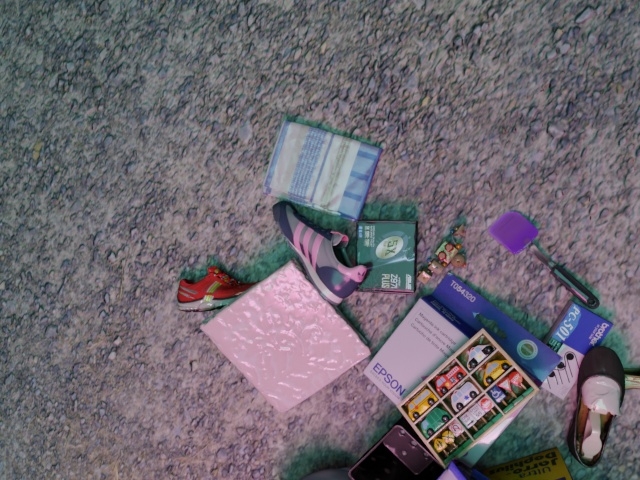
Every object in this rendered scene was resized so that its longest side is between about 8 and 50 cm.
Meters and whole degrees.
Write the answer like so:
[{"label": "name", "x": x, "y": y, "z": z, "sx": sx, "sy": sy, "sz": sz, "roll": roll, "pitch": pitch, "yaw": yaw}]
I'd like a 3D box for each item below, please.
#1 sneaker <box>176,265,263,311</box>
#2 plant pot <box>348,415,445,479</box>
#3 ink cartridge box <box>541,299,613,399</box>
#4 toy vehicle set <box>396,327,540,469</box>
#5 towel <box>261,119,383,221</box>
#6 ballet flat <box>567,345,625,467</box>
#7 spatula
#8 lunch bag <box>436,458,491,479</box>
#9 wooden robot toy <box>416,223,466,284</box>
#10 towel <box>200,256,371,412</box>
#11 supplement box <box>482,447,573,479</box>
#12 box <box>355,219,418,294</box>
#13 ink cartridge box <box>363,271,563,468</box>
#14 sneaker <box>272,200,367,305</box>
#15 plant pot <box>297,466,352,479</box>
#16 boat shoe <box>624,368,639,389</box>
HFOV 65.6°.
[{"label": "sneaker", "x": -0.270, "y": 0.126, "z": 1.350, "sx": 0.278, "sy": 0.107, "sz": 0.119, "roll": -9, "pitch": 80, "yaw": 13}, {"label": "plant pot", "x": 0.213, "y": 0.527, "z": 1.187, "sx": 0.188, "sy": 0.167, "sz": 0.187, "roll": 42, "pitch": 109, "yaw": 11}, {"label": "ink cartridge box", "x": 0.568, "y": 0.251, "z": 1.149, "sx": 0.097, "sy": 0.046, "sz": 0.207, "roll": 30, "pitch": 99, "yaw": 12}, {"label": "toy vehicle set", "x": 0.318, "y": 0.344, "z": 1.086, "sx": 0.267, "sy": 0.035, "sz": 0.166, "roll": -46, "pitch": 64, "yaw": 10}, {"label": "towel", "x": -0.001, "y": -0.183, "z": 1.300, "sx": 0.284, "sy": 0.034, "sz": 0.209, "roll": 18, "pitch": 94, "yaw": 12}, {"label": "ballet flat", "x": 0.609, "y": 0.375, "z": 1.087, "sx": 0.095, "sy": 0.096, "sz": 0.281, "roll": 6, "pitch": 106, "yaw": 19}, {"label": "spatula", "x": 0.529, "y": 0.049, "z": 1.161, "sx": 0.296, "sy": 0.030, "sz": 0.084, "roll": 44, "pitch": 100, "yaw": 10}, {"label": "lunch bag", "x": 0.315, "y": 0.667, "z": 0.931, "sx": 0.385, "sy": 0.239, "sz": 0.328, "roll": 37, "pitch": 95, "yaw": 26}, {"label": "wooden robot toy", "x": 0.315, "y": 0.047, "z": 1.203, "sx": 0.079, "sy": 0.076, "sz": 0.173, "roll": 36, "pitch": 101, "yaw": 0}, {"label": "towel", "x": -0.089, "y": 0.250, "z": 1.278, "sx": 0.317, "sy": 0.053, "sz": 0.332, "roll": -37, "pitch": 102, "yaw": 12}, {"label": "supplement box", "x": 0.526, "y": 0.690, "z": 1.098, "sx": 0.194, "sy": 0.195, "sz": 0.357, "roll": -25, "pitch": 86, "yaw": 14}, {"label": "box", "x": 0.165, "y": 0.039, "z": 1.237, "sx": 0.147, "sy": 0.077, "sz": 0.180, "roll": 2, "pitch": 92, "yaw": 15}, {"label": "ink cartridge box", "x": 0.317, "y": 0.293, "z": 1.157, "sx": 0.324, "sy": 0.071, "sz": 0.330, "roll": 39, "pitch": 99, "yaw": 28}, {"label": "sneaker", "x": 0.000, "y": 0.000, "z": 1.243, "sx": 0.131, "sy": 0.112, "sz": 0.319, "roll": -43, "pitch": 67, "yaw": 18}, {"label": "plant pot", "x": 0.045, "y": 0.687, "z": 1.214, "sx": 0.292, "sy": 0.196, "sz": 0.293, "roll": 5, "pitch": 101, "yaw": 28}, {"label": "boat shoe", "x": 0.706, "y": 0.301, "z": 1.109, "sx": 0.152, "sy": 0.056, "sz": 0.048, "roll": -12, "pitch": 93, "yaw": 23}]
